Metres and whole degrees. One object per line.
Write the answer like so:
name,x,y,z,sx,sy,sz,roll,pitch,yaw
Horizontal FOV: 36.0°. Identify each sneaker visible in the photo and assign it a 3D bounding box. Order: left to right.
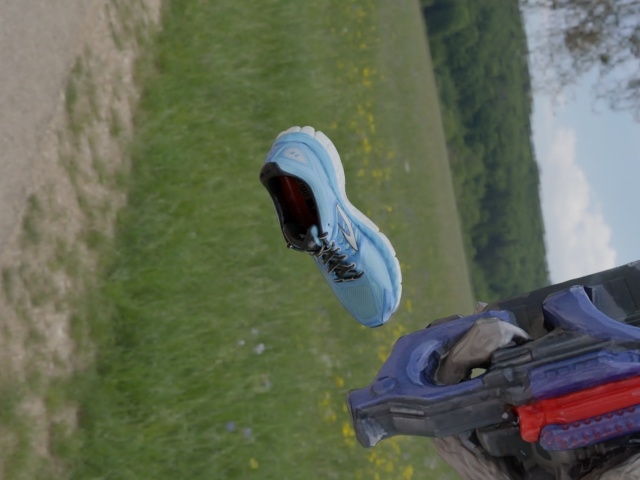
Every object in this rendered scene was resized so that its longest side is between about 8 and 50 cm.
sneaker,0.000,0.000,0.723,0.162,0.063,0.073,58,34,-12

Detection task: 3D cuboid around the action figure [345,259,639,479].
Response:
action figure,0.208,0.079,0.545,0.330,0.342,0.178,-53,125,-65
